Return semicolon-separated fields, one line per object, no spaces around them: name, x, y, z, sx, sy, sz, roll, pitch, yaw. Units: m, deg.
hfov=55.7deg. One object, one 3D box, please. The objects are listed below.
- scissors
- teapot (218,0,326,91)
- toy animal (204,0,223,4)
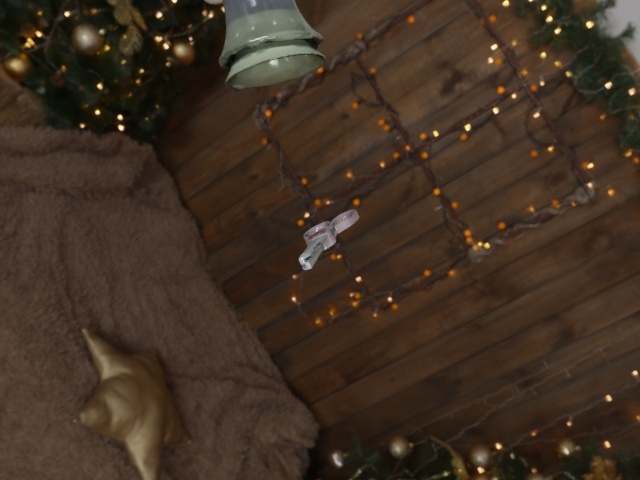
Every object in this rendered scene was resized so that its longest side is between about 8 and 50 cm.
scissors;0.000;0.000;1.109;0.031;0.118;0.242;62;21;-12
teapot;-0.074;-0.288;0.603;0.183;0.183;0.251;-21;98;-73
toy animal;-0.065;-0.495;0.794;0.196;0.367;0.241;52;31;-14
